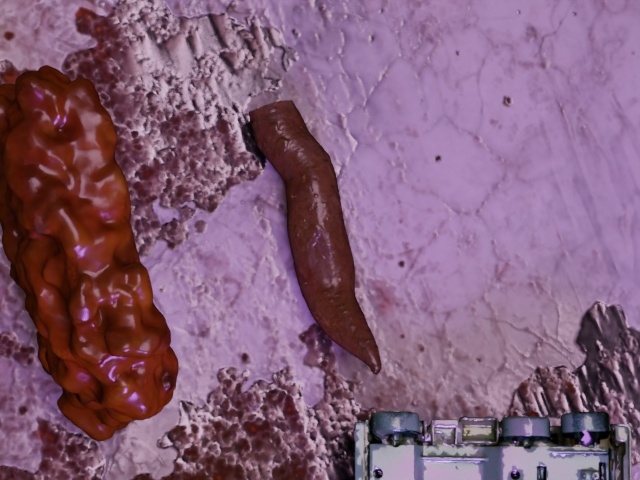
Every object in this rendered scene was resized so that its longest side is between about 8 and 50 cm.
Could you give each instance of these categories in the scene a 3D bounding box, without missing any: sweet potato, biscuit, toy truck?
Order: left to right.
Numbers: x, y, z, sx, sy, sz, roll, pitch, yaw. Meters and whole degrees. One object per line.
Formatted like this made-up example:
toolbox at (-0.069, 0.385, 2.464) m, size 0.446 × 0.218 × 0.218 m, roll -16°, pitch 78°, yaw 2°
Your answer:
biscuit at (-0.215, 0.017, 1.702) m, size 0.111 × 0.312 × 0.318 m, roll -16°, pitch 86°, yaw -14°
sweet potato at (0.000, 0.000, 1.886) m, size 0.067 × 0.059 × 0.281 m, roll -20°, pitch 84°, yaw 27°
toy truck at (0.157, 0.231, 1.850) m, size 0.260 × 0.135 × 0.128 m, roll 1°, pitch 80°, yaw -6°
